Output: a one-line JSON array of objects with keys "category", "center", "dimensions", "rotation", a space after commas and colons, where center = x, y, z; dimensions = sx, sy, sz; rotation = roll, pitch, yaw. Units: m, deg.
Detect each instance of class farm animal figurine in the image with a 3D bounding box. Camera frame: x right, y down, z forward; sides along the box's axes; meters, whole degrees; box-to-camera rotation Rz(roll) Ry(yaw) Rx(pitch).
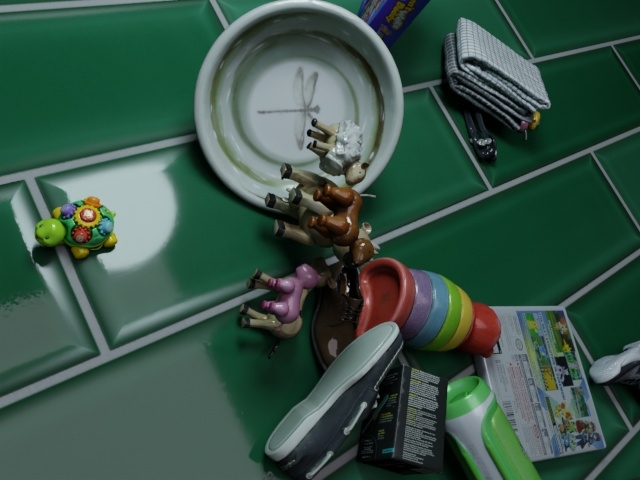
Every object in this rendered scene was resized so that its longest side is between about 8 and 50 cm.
[{"category": "farm animal figurine", "center": [0.000, 0.000, 0.956], "dimensions": [0.172, 0.330, 0.326], "rotation": [18, 44, -25]}]

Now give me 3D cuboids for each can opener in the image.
[{"category": "can opener", "center": [0.414, -0.293, 1.445], "dimensions": [0.059, 0.073, 0.186], "rotation": [-20, 72, 6]}]

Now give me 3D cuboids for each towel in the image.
[{"category": "towel", "center": [0.460, -0.443, 1.467], "dimensions": [0.284, 0.121, 0.235], "rotation": [27, 42, -15]}]

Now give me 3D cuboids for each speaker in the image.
[{"category": "speaker", "center": [0.322, 0.408, 1.015], "dimensions": [0.131, 0.131, 0.296], "rotation": [-29, 90, -34]}]

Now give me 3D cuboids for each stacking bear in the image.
[{"category": "stacking bear", "center": [0.231, 0.151, 1.085], "dimensions": [0.289, 0.164, 0.175], "rotation": [20, 60, -24]}]

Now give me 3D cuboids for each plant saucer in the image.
[{"category": "plant saucer", "center": [-0.043, -0.251, 1.067], "dimensions": [0.401, 0.100, 0.400], "rotation": [-4, 109, -11]}]

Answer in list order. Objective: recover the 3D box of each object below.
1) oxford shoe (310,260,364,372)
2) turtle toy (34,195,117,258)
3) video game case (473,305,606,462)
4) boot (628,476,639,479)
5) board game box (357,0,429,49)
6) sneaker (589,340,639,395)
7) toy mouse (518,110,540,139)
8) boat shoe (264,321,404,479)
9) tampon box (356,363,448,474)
[{"category": "oxford shoe", "center": [0.036, 0.142, 1.015], "dimensions": [0.083, 0.096, 0.227], "rotation": [11, 66, -28]}, {"category": "turtle toy", "center": [-0.391, -0.024, 0.880], "dimensions": [0.130, 0.066, 0.095], "rotation": [-27, 82, -34]}, {"category": "video game case", "center": [0.473, 0.306, 1.210], "dimensions": [0.300, 0.036, 0.328], "rotation": [3, 66, -27]}, {"category": "boot", "center": [0.697, 0.705, 1.085], "dimensions": [0.284, 0.138, 0.377], "rotation": [31, 61, -11]}, {"category": "board game box", "center": [0.192, -0.591, 1.276], "dimensions": [0.078, 0.347, 0.233], "rotation": [26, 59, -16]}, {"category": "sneaker", "center": [0.764, 0.333, 1.310], "dimensions": [0.269, 0.101, 0.153], "rotation": [-12, 71, -34]}, {"category": "toy mouse", "center": [0.573, -0.366, 1.568], "dimensions": [0.143, 0.031, 0.161], "rotation": [27, 58, -15]}, {"category": "boat shoe", "center": [0.041, 0.268, 0.923], "dimensions": [0.302, 0.114, 0.091], "rotation": [-44, 101, -6]}, {"category": "tampon box", "center": [0.148, 0.322, 0.977], "dimensions": [0.102, 0.120, 0.160], "rotation": [23, 59, -17]}]
